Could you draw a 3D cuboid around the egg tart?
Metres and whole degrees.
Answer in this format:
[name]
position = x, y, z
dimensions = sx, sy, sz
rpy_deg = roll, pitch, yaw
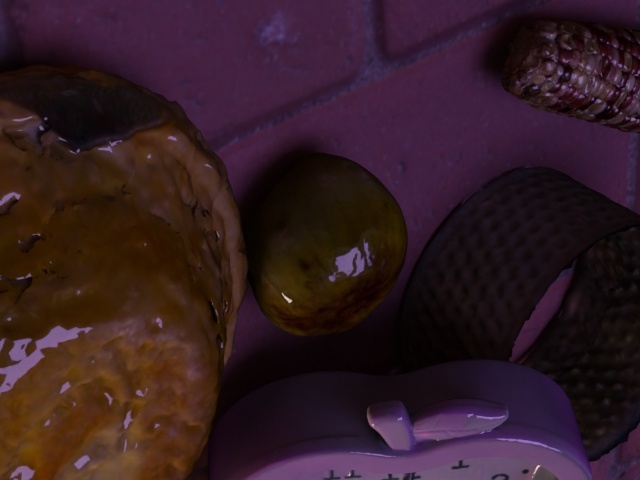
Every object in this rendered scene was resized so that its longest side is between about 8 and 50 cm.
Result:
[egg tart]
position = -0.214, 0.097, 1.363
dimensions = 0.443, 0.178, 0.443
rpy_deg = -23, 131, -31

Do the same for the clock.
[clock]
position = 0.066, 0.226, 1.657
dimensions = 0.338, 0.102, 0.338
rpy_deg = -4, 135, -4

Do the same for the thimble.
[thimble]
position = 0.219, 0.071, 1.788
dimensions = 0.271, 0.150, 0.271
rpy_deg = -24, 130, -32

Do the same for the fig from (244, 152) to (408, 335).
[fig]
position = 0.006, 0.009, 1.562
dimensions = 0.136, 0.121, 0.153
rpy_deg = 15, 103, -53

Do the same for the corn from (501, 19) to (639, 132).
[corn]
position = 0.271, -0.149, 1.743
dimensions = 0.290, 0.098, 0.098
rpy_deg = 4, 112, -42
